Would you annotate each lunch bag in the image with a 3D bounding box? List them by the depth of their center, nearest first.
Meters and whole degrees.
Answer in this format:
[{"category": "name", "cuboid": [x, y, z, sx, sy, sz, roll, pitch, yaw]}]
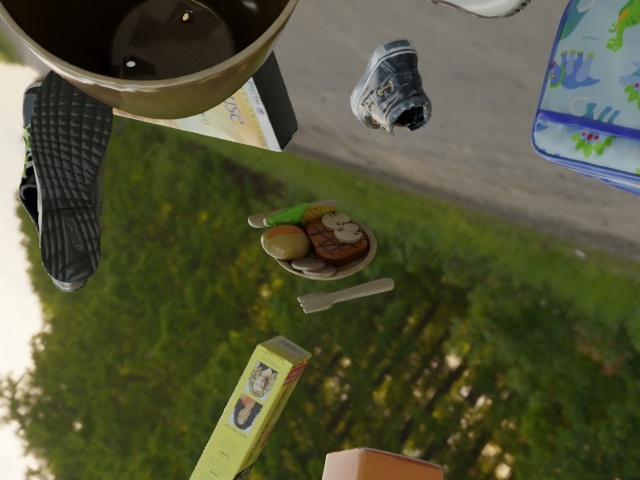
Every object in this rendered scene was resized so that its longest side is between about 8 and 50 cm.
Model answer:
[{"category": "lunch bag", "cuboid": [0.292, -0.120, 0.907, 0.090, 0.176, 0.219, 11, -171, -46]}]

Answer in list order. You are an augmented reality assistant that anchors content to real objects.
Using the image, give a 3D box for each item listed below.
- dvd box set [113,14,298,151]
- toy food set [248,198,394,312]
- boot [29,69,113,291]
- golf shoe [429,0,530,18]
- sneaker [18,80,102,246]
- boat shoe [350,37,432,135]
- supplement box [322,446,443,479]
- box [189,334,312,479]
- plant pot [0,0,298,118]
[{"category": "dvd box set", "cuboid": [-0.254, -0.290, 1.595, 0.420, 0.062, 0.308, 16, 146, 28]}, {"category": "toy food set", "cuboid": [0.000, 0.000, 1.254, 0.192, 0.132, 0.039, -125, 28, -47]}, {"category": "boot", "cuboid": [-0.280, -0.067, 1.196, 0.083, 0.247, 0.161, 3, 177, -15]}, {"category": "golf shoe", "cuboid": [0.112, -0.286, 1.130, 0.120, 0.105, 0.273, -13, -156, -30]}, {"category": "sneaker", "cuboid": [-0.329, -0.085, 1.342, 0.097, 0.084, 0.235, -15, -89, -70]}, {"category": "boat shoe", "cuboid": [0.078, -0.147, 1.218, 0.183, 0.065, 0.083, 104, 152, -72]}, {"category": "supplement box", "cuboid": [0.030, 0.281, 0.828, 0.080, 0.234, 0.078, 16, 161, -18]}, {"category": "box", "cuboid": [-0.096, 0.243, 1.450, 0.058, 0.232, 0.087, 29, -170, 14]}, {"category": "plant pot", "cuboid": [-0.126, -0.194, 0.875, 0.237, 0.237, 0.254, 34, 169, 5]}]
